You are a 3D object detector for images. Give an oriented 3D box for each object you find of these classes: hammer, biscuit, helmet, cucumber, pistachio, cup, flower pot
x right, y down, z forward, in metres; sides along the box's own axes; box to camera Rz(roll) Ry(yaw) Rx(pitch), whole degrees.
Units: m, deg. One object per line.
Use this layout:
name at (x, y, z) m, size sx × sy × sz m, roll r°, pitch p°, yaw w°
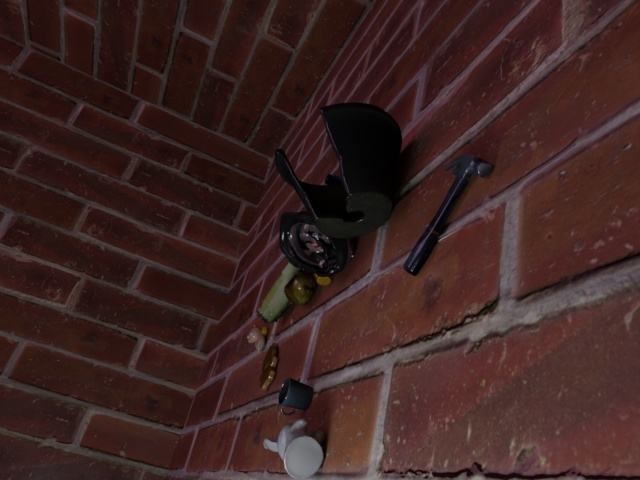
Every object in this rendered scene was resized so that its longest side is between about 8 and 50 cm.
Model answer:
hammer at (0.259, -0.053, 1.109) m, size 0.289 × 0.037 × 0.137 m, roll -63°, pitch 16°, yaw 15°
biscuit at (-0.191, 0.472, 1.905) m, size 0.133 × 0.027 × 0.184 m, roll -64°, pitch 14°, yaw 14°
helmet at (0.000, 0.000, 1.604) m, size 0.253 × 0.154 × 0.198 m, roll 35°, pitch 130°, yaw 42°
cucumber at (-0.122, 0.174, 1.973) m, size 0.325 × 0.105 × 0.145 m, roll -59°, pitch -9°, yaw 29°
pistachio at (-0.064, 0.166, 1.794) m, size 0.110 × 0.100 × 0.189 m, roll -49°, pitch -1°, yaw -22°
cup at (-0.073, 0.446, 1.442) m, size 0.100 × 0.077 × 0.078 m, roll -69°, pitch 15°, yaw -7°
flower pot at (0.080, -0.163, 1.441) m, size 0.379 × 0.380 × 0.251 m, roll -51°, pitch 43°, yaw 45°

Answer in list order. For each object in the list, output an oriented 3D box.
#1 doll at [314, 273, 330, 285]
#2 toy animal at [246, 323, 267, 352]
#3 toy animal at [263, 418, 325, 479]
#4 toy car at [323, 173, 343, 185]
doll at (0.014, 0.081, 1.687) m, size 0.084 × 0.073 × 0.127 m, roll -49°, pitch 28°, yaw 35°
toy animal at (-0.275, 0.415, 2.167) m, size 0.114 × 0.082 × 0.091 m, roll -83°, pitch 21°, yaw -43°
toy animal at (-0.068, 0.506, 1.287) m, size 0.221 × 0.104 × 0.130 m, roll -24°, pitch 47°, yaw 68°
toy car at (0.031, -0.169, 1.972) m, size 0.070 × 0.080 × 0.170 m, roll -136°, pitch 69°, yaw -76°
